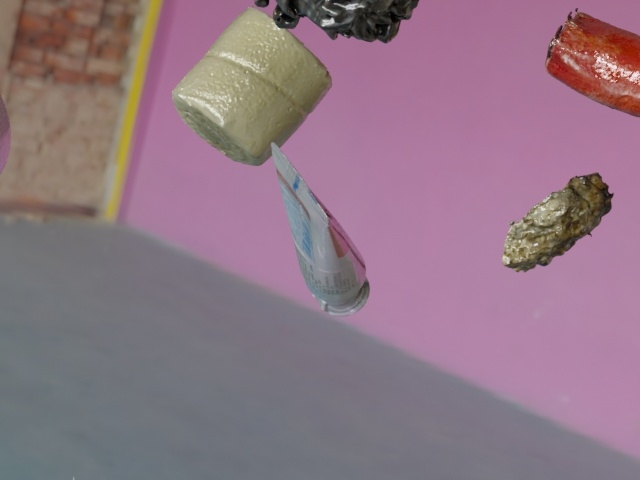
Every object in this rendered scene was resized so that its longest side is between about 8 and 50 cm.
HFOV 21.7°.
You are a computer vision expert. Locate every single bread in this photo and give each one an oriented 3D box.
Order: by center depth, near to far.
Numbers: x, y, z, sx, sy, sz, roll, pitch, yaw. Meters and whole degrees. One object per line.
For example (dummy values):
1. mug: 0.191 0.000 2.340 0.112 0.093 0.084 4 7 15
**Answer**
1. bread: -0.078 -0.168 1.898 0.134 0.141 0.148 38 -8 19

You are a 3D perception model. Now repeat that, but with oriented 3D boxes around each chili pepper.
1. chili pepper: 0.262 -0.150 1.457 0.123 0.070 0.073 27 4 14

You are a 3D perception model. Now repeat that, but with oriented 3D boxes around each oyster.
1. oyster: 0.309 -0.016 2.176 0.177 0.105 0.056 -24 47 -17

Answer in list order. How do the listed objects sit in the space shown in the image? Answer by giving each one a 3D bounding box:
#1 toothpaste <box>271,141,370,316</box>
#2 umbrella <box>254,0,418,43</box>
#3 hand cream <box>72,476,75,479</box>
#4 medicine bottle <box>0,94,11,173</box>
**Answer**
1. toothpaste: 0.000 0.000 1.449 0.089 0.057 0.234 54 -5 26
2. umbrella: -0.056 -0.290 1.554 0.336 0.128 0.154 32 49 23
3. hand cream: -0.268 0.323 1.718 0.053 0.142 0.084 19 7 -20
4. medicine bottle: -0.417 -0.043 1.472 0.241 0.241 0.302 15 33 4
